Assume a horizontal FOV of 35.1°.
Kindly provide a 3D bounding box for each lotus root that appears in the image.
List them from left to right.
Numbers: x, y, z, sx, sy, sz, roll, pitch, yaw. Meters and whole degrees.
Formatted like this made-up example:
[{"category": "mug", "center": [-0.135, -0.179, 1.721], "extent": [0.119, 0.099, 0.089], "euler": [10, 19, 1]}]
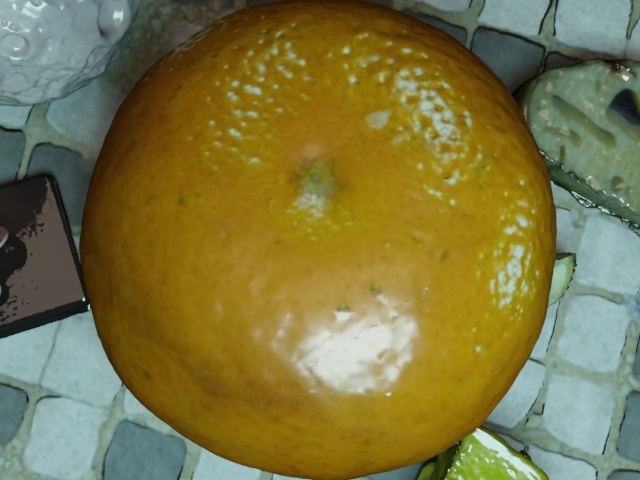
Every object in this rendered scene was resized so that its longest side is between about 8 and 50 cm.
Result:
[{"category": "lotus root", "center": [0.319, -0.102, 1.055], "extent": [0.260, 0.074, 0.170], "euler": [21, 79, 0]}]

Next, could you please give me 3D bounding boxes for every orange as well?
[{"category": "orange", "center": [0.000, 0.000, 0.900], "extent": [0.423, 0.326, 0.424], "euler": [-1, 70, 4]}]

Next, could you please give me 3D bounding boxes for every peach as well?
[{"category": "peach", "center": [0.132, 0.321, 0.943], "extent": [0.153, 0.159, 0.267], "euler": [24, 72, 6]}]

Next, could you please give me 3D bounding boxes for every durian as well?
[{"category": "durian", "center": [0.209, 0.056, 1.032], "extent": [0.130, 0.066, 0.052], "euler": [-32, 84, 3]}]

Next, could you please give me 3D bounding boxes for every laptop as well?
[{"category": "laptop", "center": [-0.352, 0.029, 1.032], "extent": [0.207, 0.026, 0.154], "euler": [-18, 82, -6]}]

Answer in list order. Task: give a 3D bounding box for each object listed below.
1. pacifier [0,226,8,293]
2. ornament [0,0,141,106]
[{"category": "pacifier", "center": [-0.344, 0.029, 0.994], "extent": [0.099, 0.081, 0.078], "euler": [-45, 120, -29]}, {"category": "ornament", "center": [-0.298, -0.248, 0.965], "extent": [0.259, 0.225, 0.260], "euler": [-5, 57, 7]}]
